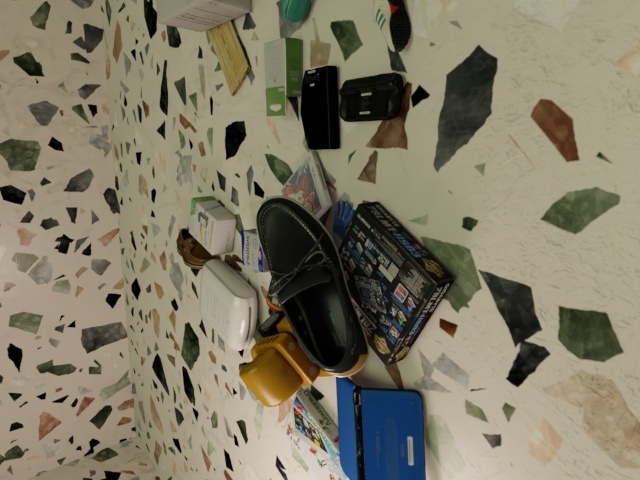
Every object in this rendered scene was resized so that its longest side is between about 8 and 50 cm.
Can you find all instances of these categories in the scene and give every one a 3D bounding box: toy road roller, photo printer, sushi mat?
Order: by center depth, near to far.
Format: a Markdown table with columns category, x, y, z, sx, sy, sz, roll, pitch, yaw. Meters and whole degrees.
| category | x | y | z | sx | sy | sz | roll | pitch | yaw |
| --- | --- | --- | --- | --- | --- | --- | --- | --- | --- |
| toy road roller | -0.076 | 0.336 | 1.347 | 0.329 | 0.240 | 0.202 | -25 | 108 | 48 |
| sushi mat | -0.323 | -0.671 | 1.643 | 0.151 | 0.019 | 0.317 | -37 | 70 | 48 |
| photo printer | -0.347 | 0.248 | 1.814 | 0.307 | 0.107 | 0.256 | 34 | 124 | 42 |

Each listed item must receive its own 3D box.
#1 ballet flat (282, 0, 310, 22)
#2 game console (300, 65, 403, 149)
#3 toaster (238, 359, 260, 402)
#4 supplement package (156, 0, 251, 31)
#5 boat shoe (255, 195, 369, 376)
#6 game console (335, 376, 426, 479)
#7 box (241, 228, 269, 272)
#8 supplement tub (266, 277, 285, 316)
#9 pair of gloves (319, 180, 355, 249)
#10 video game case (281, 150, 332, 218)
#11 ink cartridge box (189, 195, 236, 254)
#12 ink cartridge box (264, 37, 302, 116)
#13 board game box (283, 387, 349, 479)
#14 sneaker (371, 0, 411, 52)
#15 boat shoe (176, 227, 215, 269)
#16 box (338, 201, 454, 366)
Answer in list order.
| category | x | y | z | sx | sy | sz | roll | pitch | yaw |
| --- | --- | --- | --- | --- | --- | --- | --- | --- | --- |
| ballet flat | -0.038 | -0.693 | 1.233 | 0.247 | 0.083 | 0.087 | -52 | 44 | 42 |
| game console | 0.067 | -0.338 | 1.211 | 0.361 | 0.044 | 0.213 | 13 | 110 | 50 |
| toaster | -0.178 | 0.462 | 1.639 | 0.227 | 0.129 | 0.147 | -33 | 76 | 48 |
| supplement package | -0.383 | -0.807 | 1.535 | 0.293 | 0.175 | 0.178 | 6 | 101 | 44 |
| boat shoe | -0.032 | 0.100 | 1.185 | 0.186 | 0.156 | 0.500 | -27 | 75 | 11 |
| game console | 0.152 | 0.514 | 1.272 | 0.250 | 0.173 | 0.293 | -2 | 93 | 14 |
| box | -0.204 | 0.032 | 1.612 | 0.137 | 0.072 | 0.126 | 14 | 108 | 50 |
| supplement tub | -0.111 | 0.156 | 1.498 | 0.106 | 0.106 | 0.198 | 45 | 130 | 36 |
| pair of gloves | 0.027 | -0.068 | 1.339 | 0.198 | 0.023 | 0.159 | 48 | 132 | 33 |
| video game case | -0.047 | -0.128 | 1.390 | 0.201 | 0.023 | 0.184 | -45 | 53 | 47 |
| ink cartridge box | -0.422 | -0.060 | 1.851 | 0.212 | 0.093 | 0.154 | 36 | 124 | 40 |
| ink cartridge box | -0.107 | -0.468 | 1.382 | 0.109 | 0.062 | 0.209 | 16 | 111 | 49 |
| board game box | 0.001 | 0.650 | 1.511 | 0.305 | 0.053 | 0.193 | 44 | 129 | 37 |
| sneaker | 0.153 | -0.491 | 1.065 | 0.075 | 0.057 | 0.161 | 169 | 89 | -69 |
| boat shoe | -0.531 | 0.031 | 1.995 | 0.307 | 0.110 | 0.105 | 24 | 118 | 46 |
| box | 0.149 | 0.105 | 1.182 | 0.295 | 0.073 | 0.293 | 50 | 135 | 35 |
